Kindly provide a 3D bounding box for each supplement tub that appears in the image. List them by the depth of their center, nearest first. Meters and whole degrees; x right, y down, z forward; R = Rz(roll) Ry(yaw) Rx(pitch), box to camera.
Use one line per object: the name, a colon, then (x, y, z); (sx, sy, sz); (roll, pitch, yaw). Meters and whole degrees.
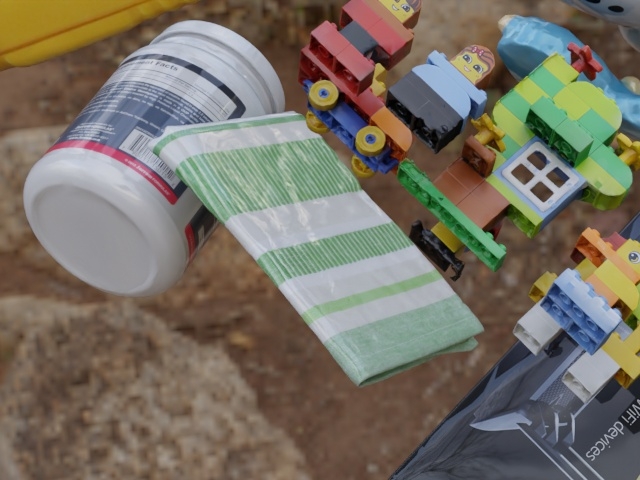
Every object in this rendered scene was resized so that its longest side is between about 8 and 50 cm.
supplement tub: (-0.172, -0.089, 1.819); (0.191, 0.191, 0.272); (6, 44, 31)

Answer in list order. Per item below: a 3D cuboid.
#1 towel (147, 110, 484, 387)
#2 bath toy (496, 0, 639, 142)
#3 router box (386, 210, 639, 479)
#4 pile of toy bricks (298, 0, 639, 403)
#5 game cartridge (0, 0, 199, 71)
towel: (0.000, 0.000, 1.676); (0.325, 0.038, 0.248); (49, 30, 18)
bath toy: (0.262, -0.240, 1.167); (0.129, 0.348, 0.151); (28, 3, 35)
router box: (0.228, 0.108, 0.925); (0.243, 0.309, 0.081); (44, 4, 16)
pile of toy bricks: (0.092, -0.043, 0.762); (0.105, 0.212, 0.118); (-41, -14, -18)
game cartridge: (-0.163, -0.151, 0.880); (0.323, 0.053, 0.285); (-15, 28, 12)
